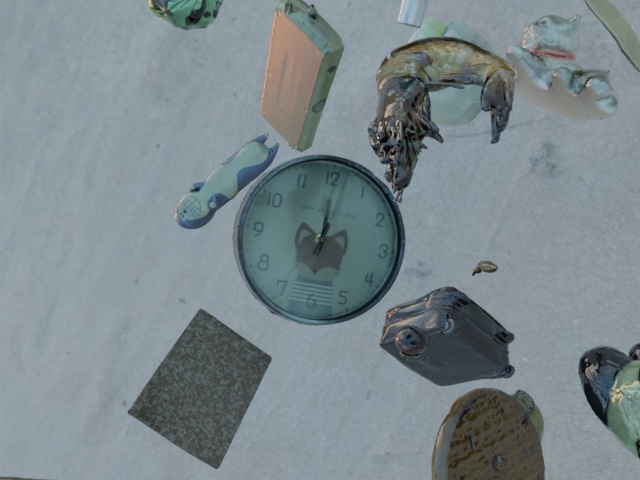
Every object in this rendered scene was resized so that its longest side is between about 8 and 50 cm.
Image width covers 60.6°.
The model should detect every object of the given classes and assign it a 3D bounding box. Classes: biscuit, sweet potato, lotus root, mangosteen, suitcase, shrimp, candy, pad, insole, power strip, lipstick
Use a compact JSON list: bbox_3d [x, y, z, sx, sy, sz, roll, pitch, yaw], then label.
[{"bbox_3d":[0.213,0.291,0.689,0.036,0.212,0.212,-19,64,52],"label":"biscuit"},{"bbox_3d":[0.487,0.080,1.629,0.041,0.038,0.153,-64,4,-11],"label":"sweet potato"},{"bbox_3d":[0.313,0.319,0.886,0.089,0.080,0.179,-126,34,-61],"label":"lotus root"},{"bbox_3d":[0.215,0.241,1.309,0.081,0.081,0.081,-13,69,35],"label":"mangosteen"},{"bbox_3d":[0.393,0.321,1.741,0.339,0.345,0.188,-29,36,42],"label":"suitcase"},{"bbox_3d":[0.152,-0.165,0.678,0.178,0.075,0.289,-5,42,16],"label":"shrimp"},{"bbox_3d":[-0.077,-0.278,0.558,0.305,0.091,0.083,8,74,41],"label":"candy"},{"bbox_3d":[-0.179,0.226,0.873,0.003,0.158,0.235,-48,9,36],"label":"pad"},{"bbox_3d":[0.571,-0.407,1.049,0.011,0.248,0.081,-16,49,53],"label":"insole"},{"bbox_3d":[-0.021,-0.163,0.544,0.076,0.028,0.169,48,152,13],"label":"power strip"},{"bbox_3d":[0.152,-0.398,0.827,0.040,0.040,0.141,32,118,40],"label":"lipstick"}]

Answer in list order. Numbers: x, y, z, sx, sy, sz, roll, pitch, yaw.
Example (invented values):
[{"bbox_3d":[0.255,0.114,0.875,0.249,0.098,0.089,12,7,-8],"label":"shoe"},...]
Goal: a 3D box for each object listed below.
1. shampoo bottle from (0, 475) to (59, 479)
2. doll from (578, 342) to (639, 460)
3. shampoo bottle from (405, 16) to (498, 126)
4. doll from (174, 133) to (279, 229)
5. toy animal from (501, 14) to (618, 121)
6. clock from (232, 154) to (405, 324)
[{"bbox_3d":[-0.403,0.295,0.526,0.350,0.084,0.126,-11,42,5],"label":"shampoo bottle"},{"bbox_3d":[0.412,0.171,0.616,0.143,0.234,0.135,-33,63,60],"label":"doll"},{"bbox_3d":[0.402,-0.539,1.775,0.317,0.322,0.322,28,96,2],"label":"shampoo bottle"},{"bbox_3d":[-0.090,-0.058,0.531,0.125,0.027,0.037,-44,71,-9],"label":"doll"},{"bbox_3d":[0.562,-0.394,1.228,0.188,0.266,0.308,-42,9,-1],"label":"toy animal"},{"bbox_3d":[0.000,0.000,1.021,0.067,0.325,0.325,179,108,-79],"label":"clock"}]
